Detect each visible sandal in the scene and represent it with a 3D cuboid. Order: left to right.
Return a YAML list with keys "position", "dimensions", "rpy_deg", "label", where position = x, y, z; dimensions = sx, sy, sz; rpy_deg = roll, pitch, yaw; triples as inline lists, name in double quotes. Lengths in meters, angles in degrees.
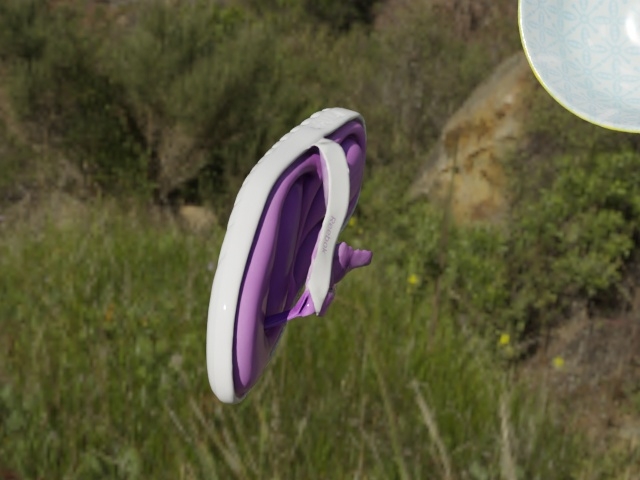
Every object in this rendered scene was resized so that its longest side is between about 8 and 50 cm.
- position: [-0.001, -0.013, 1.071]
  dimensions: [0.102, 0.169, 0.416]
  rpy_deg: [6, 34, 14]
  label: "sandal"

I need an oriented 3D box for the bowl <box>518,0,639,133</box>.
- position: [0.377, -0.254, 1.298]
  dimensions: [0.289, 0.289, 0.156]
  rpy_deg: [15, 5, 24]
  label: "bowl"
